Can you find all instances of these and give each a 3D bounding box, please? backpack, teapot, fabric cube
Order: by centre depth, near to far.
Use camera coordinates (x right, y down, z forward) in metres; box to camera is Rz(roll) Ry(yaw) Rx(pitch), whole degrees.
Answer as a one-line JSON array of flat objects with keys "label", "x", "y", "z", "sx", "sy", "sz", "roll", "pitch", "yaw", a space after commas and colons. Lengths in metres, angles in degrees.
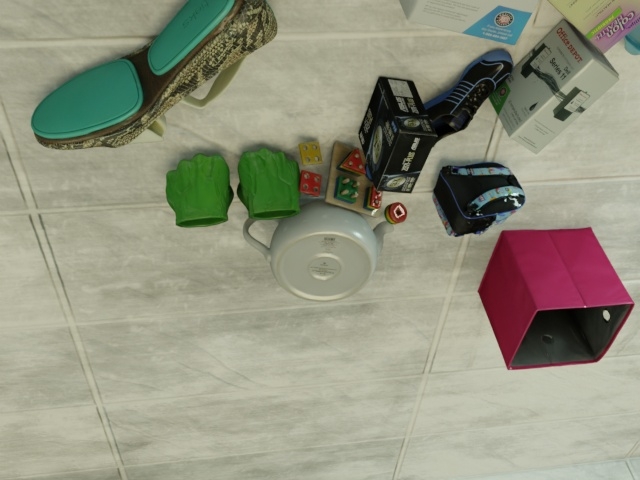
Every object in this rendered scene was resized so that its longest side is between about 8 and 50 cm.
[{"label": "teapot", "x": 0.000, "y": 0.000, "z": 1.542, "sx": 0.252, "sy": 0.187, "sz": 0.256, "roll": -32, "pitch": 126, "yaw": 22}, {"label": "backpack", "x": 0.355, "y": -0.095, "z": 1.547, "sx": 0.173, "sy": 0.158, "sz": 0.117, "roll": -11, "pitch": 147, "yaw": -17}, {"label": "fabric cube", "x": 0.583, "y": 0.146, "z": 1.765, "sx": 0.259, "sy": 0.258, "sz": 0.254, "roll": -3, "pitch": 136, "yaw": -9}]

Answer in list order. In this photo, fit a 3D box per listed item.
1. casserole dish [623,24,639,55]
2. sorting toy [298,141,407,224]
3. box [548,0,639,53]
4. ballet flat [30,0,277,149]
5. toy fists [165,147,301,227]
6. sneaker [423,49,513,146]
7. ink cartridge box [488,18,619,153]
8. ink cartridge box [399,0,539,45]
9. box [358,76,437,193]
[{"label": "casserole dish", "x": 0.656, "y": -0.437, "z": 1.322, "sx": 0.114, "sy": 0.037, "sz": 0.188, "roll": 22, "pitch": 127, "yaw": -30}, {"label": "sorting toy", "x": 0.077, "y": -0.132, "z": 1.455, "sx": 0.275, "sy": 0.132, "sz": 0.046, "roll": 17, "pitch": 163, "yaw": -26}, {"label": "box", "x": 0.482, "y": -0.482, "z": 1.180, "sx": 0.243, "sy": 0.117, "sz": 0.213, "roll": 26, "pitch": 126, "yaw": -32}, {"label": "ballet flat", "x": -0.278, "y": -0.274, "z": 1.233, "sx": 0.483, "sy": 0.164, "sz": 0.182, "roll": -30, "pitch": 150, "yaw": 16}, {"label": "toy fists", "x": -0.175, "y": -0.110, "z": 1.428, "sx": 0.279, "sy": 0.142, "sz": 0.096, "roll": -6, "pitch": 168, "yaw": -5}, {"label": "sneaker", "x": 0.291, "y": -0.274, "z": 1.380, "sx": 0.232, "sy": 0.090, "sz": 0.081, "roll": -38, "pitch": 131, "yaw": 27}, {"label": "ink cartridge box", "x": 0.444, "y": -0.297, "z": 1.344, "sx": 0.087, "sy": 0.153, "sz": 0.208, "roll": 24, "pitch": 126, "yaw": -30}, {"label": "ink cartridge box", "x": 0.252, "y": -0.484, "z": 1.070, "sx": 0.198, "sy": 0.197, "sz": 0.270, "roll": 7, "pitch": 134, "yaw": -18}, {"label": "box", "x": 0.145, "y": -0.206, "z": 1.357, "sx": 0.078, "sy": 0.180, "sz": 0.147, "roll": 3, "pitch": 136, "yaw": -17}]
